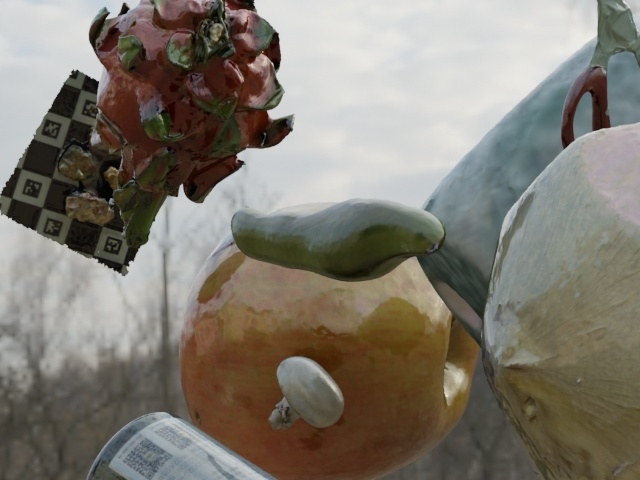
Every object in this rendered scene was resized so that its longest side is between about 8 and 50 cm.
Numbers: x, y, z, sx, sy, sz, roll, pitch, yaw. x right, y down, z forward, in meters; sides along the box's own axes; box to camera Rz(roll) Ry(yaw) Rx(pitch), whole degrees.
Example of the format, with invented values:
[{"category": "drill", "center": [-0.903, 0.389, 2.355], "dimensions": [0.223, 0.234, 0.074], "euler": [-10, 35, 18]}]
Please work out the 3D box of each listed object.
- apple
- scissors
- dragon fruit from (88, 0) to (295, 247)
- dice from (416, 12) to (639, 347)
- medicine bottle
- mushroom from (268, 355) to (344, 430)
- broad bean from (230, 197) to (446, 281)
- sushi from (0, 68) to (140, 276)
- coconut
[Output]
[{"category": "apple", "center": [0.024, 0.136, 1.934], "dimensions": [0.347, 0.391, 0.391], "euler": [-1, -7, 26]}, {"category": "scissors", "center": [0.234, -0.192, 1.194], "dimensions": [0.144, 0.247, 0.017], "euler": [-27, 26, -26]}, {"category": "dragon fruit", "center": [-0.102, -0.090, 1.091], "dimensions": [0.137, 0.135, 0.235], "euler": [-16, -44, -25]}, {"category": "dice", "center": [0.309, -0.002, 1.506], "dimensions": [0.330, 0.328, 0.348], "euler": [-41, -7, -7]}, {"category": "medicine bottle", "center": [-0.072, 0.277, 1.338], "dimensions": [0.293, 0.141, 0.141], "euler": [26, 9, 33]}, {"category": "mushroom", "center": [-0.021, 0.164, 1.522], "dimensions": [0.079, 0.085, 0.085], "euler": [-46, -16, 5]}, {"category": "broad bean", "center": [-0.005, -0.006, 1.330], "dimensions": [0.075, 0.067, 0.325], "euler": [-25, 20, -35]}, {"category": "sushi", "center": [-0.280, -0.084, 1.872], "dimensions": [0.193, 0.210, 0.040], "euler": [27, 1, -16]}, {"category": "coconut", "center": [0.184, 0.049, 0.743], "dimensions": [0.231, 0.227, 0.227], "euler": [-7, -8, -18]}]
